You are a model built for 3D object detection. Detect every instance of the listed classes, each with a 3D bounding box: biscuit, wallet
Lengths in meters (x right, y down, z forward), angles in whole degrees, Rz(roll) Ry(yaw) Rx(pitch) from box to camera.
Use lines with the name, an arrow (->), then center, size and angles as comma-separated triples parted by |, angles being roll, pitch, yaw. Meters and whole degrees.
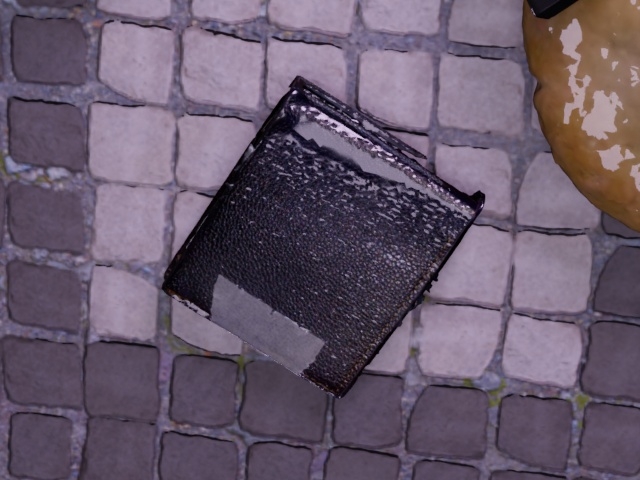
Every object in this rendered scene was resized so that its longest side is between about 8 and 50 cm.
biscuit -> 0.405, -0.179, 1.703 | 0.446, 0.104, 0.429 | 23, 109, 0
wallet -> 0.000, 0.000, 1.844 | 0.221, 0.071, 0.262 | 31, 113, -8

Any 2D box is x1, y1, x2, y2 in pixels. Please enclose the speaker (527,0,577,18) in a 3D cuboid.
speaker -> 0.175, -0.306, 1.677 | 0.082, 0.044, 0.218 | -34, 77, 25
